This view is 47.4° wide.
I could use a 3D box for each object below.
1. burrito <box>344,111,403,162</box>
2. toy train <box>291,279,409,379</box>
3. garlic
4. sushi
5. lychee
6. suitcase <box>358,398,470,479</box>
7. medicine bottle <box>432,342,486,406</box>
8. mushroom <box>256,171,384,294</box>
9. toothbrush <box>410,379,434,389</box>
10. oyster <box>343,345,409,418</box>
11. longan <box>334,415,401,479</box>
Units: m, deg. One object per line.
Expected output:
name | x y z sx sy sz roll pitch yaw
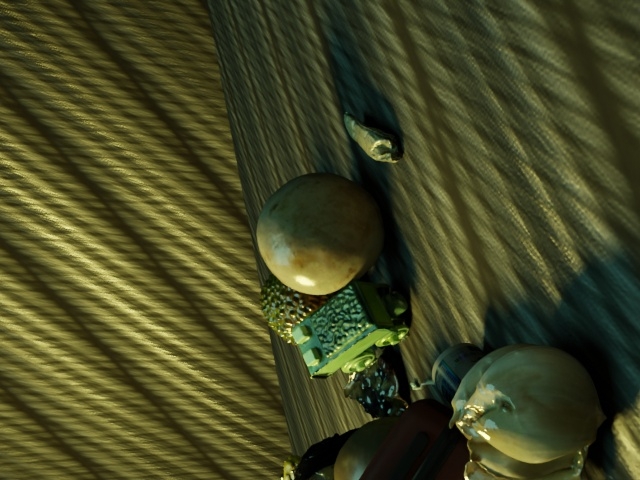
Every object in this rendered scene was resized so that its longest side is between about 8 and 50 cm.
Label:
burrito | 0.108 -0.221 1.550 0.229 0.058 0.063 -125 28 -57
toy train | 0.075 0.203 1.680 0.271 0.188 0.159 -40 60 29
garlic | 0.283 0.256 1.053 0.281 0.203 0.185 87 180 -45
sushi | 0.045 0.635 1.844 0.285 0.327 0.329 -1 113 65
lychee | -0.007 0.156 1.931 0.270 0.319 0.270 10 -90 -84
suitcase | 0.163 0.432 1.283 0.161 0.297 0.236 34 180 17
medicine bottle | 0.278 0.265 1.247 0.191 0.107 0.107 -130 30 -59
mushroom | 0.000 0.000 1.708 0.290 0.297 0.298 80 170 -62
toothbrush | 0.239 0.322 1.632 0.022 0.017 0.204 55 163 5
oyster | 0.136 0.377 1.931 0.361 0.096 0.221 180 83 -73
longan | 0.179 0.531 1.545 0.350 0.288 0.288 68 172 -30
